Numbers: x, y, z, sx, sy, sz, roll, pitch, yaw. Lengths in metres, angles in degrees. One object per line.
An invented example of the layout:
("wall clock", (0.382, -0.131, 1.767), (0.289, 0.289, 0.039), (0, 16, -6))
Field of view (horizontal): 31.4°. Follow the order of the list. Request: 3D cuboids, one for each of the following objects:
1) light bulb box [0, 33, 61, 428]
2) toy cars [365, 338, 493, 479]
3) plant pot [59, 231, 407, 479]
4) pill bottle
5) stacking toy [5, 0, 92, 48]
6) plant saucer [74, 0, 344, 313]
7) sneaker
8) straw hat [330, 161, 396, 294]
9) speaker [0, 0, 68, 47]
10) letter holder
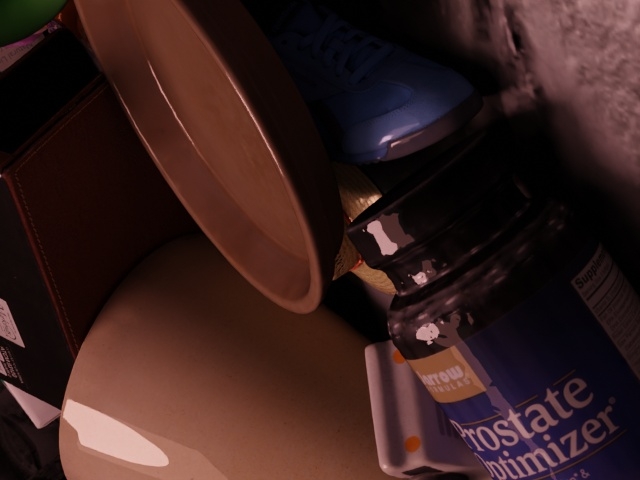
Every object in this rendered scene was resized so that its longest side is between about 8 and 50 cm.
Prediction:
("light bulb box", (-0.341, -0.034, 1.235), (0.361, 0.225, 0.358), (59, 163, -16))
("toy cars", (0.164, 0.198, 0.738), (0.087, 0.176, 0.393), (-23, 108, 28))
("plant pot", (-0.027, 0.156, 0.948), (0.274, 0.256, 0.256), (21, 146, 25))
("pill bottle", (0.114, 0.055, 0.610), (0.219, 0.123, 0.123), (53, 159, -4))
("stacking toy", (-0.276, -0.226, 0.967), (0.302, 0.166, 0.175), (28, 145, 18))
("plant saucer", (-0.070, -0.079, 0.710), (0.278, 0.041, 0.278), (50, 162, 23))
("sneaker", (0.007, -0.098, 0.661), (0.209, 0.069, 0.082), (18, 137, 56))
("straw hat", (0.000, 0.000, 0.840), (0.144, 0.061, 0.144), (42, 156, 23))
("speaker", (-0.298, -0.288, 0.848), (0.296, 0.131, 0.131), (57, 161, 18))
("letter holder", (-0.205, -0.032, 0.949), (0.152, 0.214, 0.302), (21, 142, 25))
